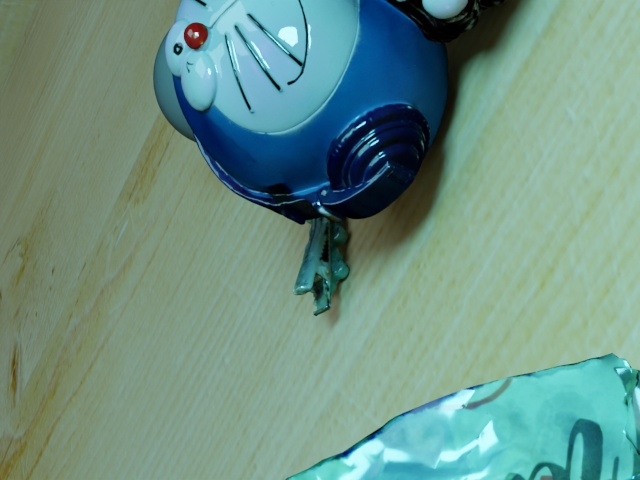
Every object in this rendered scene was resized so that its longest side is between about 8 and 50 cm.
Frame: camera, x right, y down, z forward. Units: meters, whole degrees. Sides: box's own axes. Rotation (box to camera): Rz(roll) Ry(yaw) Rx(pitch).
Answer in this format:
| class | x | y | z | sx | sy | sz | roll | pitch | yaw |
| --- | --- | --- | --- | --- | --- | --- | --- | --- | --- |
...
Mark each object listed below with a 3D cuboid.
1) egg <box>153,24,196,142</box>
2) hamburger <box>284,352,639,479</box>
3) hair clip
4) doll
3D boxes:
| class | x | y | z | sx | sy | sz | roll | pitch | yaw |
| --- | --- | --- | --- | --- | --- | --- | --- | --- | --- |
| egg | -0.096 | -0.167 | 1.869 | 0.198 | 0.146 | 0.146 | 162 | 124 | -74 |
| hamburger | 0.115 | 0.196 | 0.838 | 0.150 | 0.260 | 0.276 | 67 | -162 | -75 |
| hair clip | 0.000 | 0.001 | 1.619 | 0.049 | 0.049 | 0.173 | -54 | 21 | 40 |
| doll | 0.013 | -0.169 | 1.469 | 0.310 | 0.240 | 0.284 | -50 | 52 | 14 |
